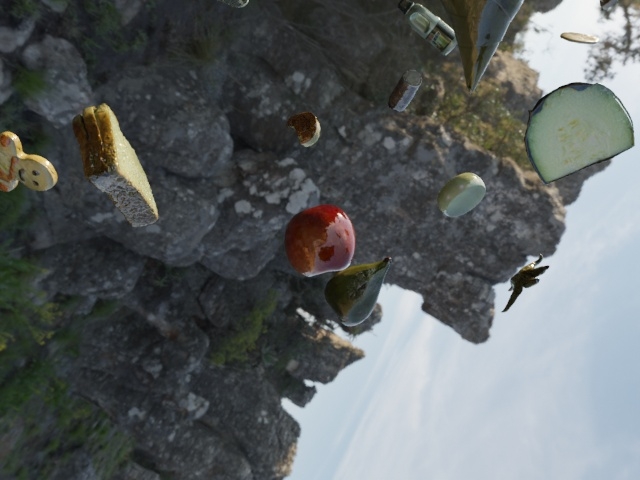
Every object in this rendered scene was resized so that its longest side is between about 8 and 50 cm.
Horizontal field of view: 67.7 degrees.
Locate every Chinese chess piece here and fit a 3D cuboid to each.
[{"bbox_3d":[0.411,-0.134,1.401,0.144,0.058,0.144,-21,147,-14],"label":"Chinese chess piece"}]

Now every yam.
[{"bbox_3d":[0.294,-0.524,1.677,0.079,0.079,0.141,-59,-179,-25],"label":"yam"}]

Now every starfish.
[{"bbox_3d":[0.565,0.114,1.330,0.217,0.050,0.223,-56,168,-16],"label":"starfish"}]

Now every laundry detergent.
[{"bbox_3d":[0.343,-0.695,1.533,0.070,0.225,0.099,-50,-175,7],"label":"laundry detergent"}]

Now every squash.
[{"bbox_3d":[0.507,-0.236,0.971,0.192,0.184,0.085,-24,-158,24],"label":"squash"}]

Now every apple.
[{"bbox_3d":[0.000,0.000,1.432,0.218,0.218,0.201,113,-35,-86],"label":"apple"}]

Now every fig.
[{"bbox_3d":[0.102,0.123,1.186,0.185,0.133,0.127,-30,151,-17],"label":"fig"}]

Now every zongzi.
[{"bbox_3d":[0.313,-0.542,1.124,0.300,0.273,0.145,-65,175,20],"label":"zongzi"}]

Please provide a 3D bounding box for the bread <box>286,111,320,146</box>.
[{"bbox_3d":[-0.065,-0.501,2.108,0.125,0.156,0.086,-41,157,13],"label":"bread"}]

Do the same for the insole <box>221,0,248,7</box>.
[{"bbox_3d":[-0.333,-0.766,1.461,0.011,0.247,0.081,93,22,-67],"label":"insole"}]

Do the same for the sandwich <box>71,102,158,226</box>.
[{"bbox_3d":[-0.549,-0.202,1.298,0.099,0.254,0.288,-24,153,-6],"label":"sandwich"}]

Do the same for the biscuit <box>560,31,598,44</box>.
[{"bbox_3d":[0.842,-0.659,1.554,0.120,0.120,0.015,-59,159,-50],"label":"biscuit"}]

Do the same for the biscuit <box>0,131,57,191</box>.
[{"bbox_3d":[-0.696,-0.173,1.035,0.153,0.234,0.030,-56,-161,36],"label":"biscuit"}]

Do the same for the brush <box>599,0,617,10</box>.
[{"bbox_3d":[0.812,-0.765,1.363,0.070,0.065,0.327,-42,-161,51],"label":"brush"}]
